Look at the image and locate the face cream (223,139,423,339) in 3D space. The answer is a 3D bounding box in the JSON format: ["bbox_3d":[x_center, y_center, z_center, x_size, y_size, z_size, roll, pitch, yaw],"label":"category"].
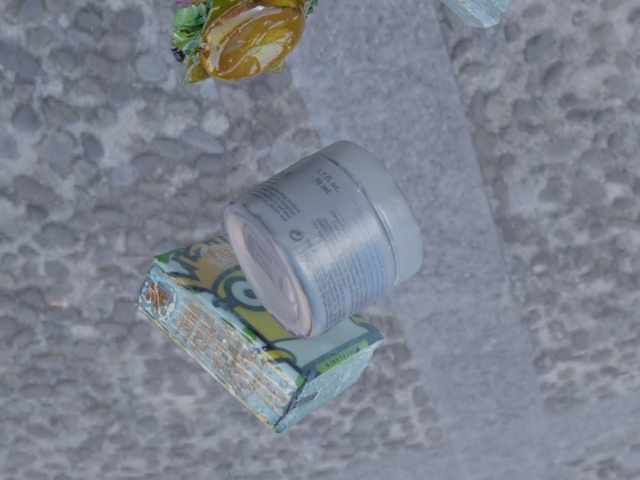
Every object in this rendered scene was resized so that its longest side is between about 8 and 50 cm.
[{"bbox_3d":[0.000,0.000,1.077,0.153,0.177,0.177,-30,142,-22],"label":"face cream"}]

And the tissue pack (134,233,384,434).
[{"bbox_3d":[-0.093,0.124,1.495,0.228,0.311,0.128,-21,143,-55],"label":"tissue pack"}]

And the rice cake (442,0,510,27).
[{"bbox_3d":[0.158,-0.333,1.212,0.206,0.069,0.063,31,82,-38],"label":"rice cake"}]

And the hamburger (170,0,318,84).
[{"bbox_3d":[-0.093,-0.255,1.133,0.189,0.093,0.164,-12,153,-45],"label":"hamburger"}]
